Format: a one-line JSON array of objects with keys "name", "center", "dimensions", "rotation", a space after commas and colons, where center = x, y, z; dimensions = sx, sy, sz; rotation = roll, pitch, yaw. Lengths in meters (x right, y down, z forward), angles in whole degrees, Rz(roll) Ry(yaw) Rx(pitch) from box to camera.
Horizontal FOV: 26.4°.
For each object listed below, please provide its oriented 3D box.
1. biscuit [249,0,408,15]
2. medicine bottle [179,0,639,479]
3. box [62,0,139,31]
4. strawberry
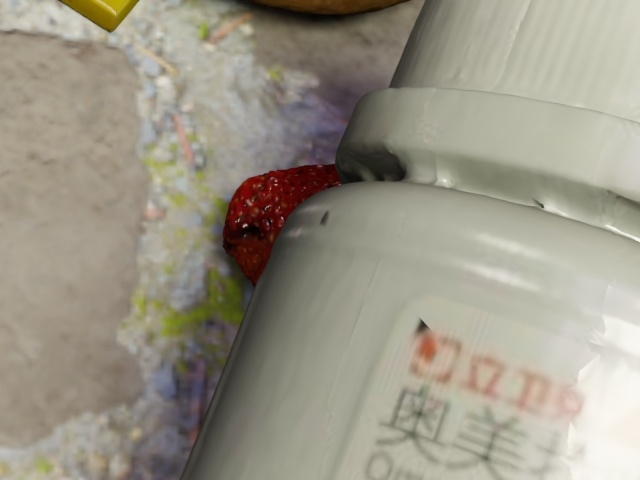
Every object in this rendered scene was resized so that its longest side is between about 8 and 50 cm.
[{"name": "biscuit", "center": [0.008, -0.283, 0.788], "dimensions": [0.314, 0.063, 0.368], "rotation": [15, 58, -9]}, {"name": "medicine bottle", "center": [0.092, 0.051, 0.536], "dimensions": [0.245, 0.245, 0.306], "rotation": [21, 80, -5]}, {"name": "box", "center": [-0.106, -0.193, 0.755], "dimensions": [0.087, 0.023, 0.155], "rotation": [32, 62, 4]}, {"name": "strawberry", "center": [0.000, 0.000, 0.665], "dimensions": [0.096, 0.083, 0.083], "rotation": [21, 63, -1]}]
